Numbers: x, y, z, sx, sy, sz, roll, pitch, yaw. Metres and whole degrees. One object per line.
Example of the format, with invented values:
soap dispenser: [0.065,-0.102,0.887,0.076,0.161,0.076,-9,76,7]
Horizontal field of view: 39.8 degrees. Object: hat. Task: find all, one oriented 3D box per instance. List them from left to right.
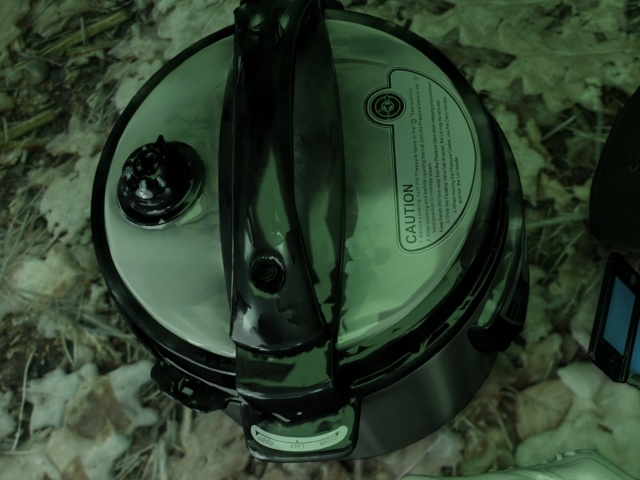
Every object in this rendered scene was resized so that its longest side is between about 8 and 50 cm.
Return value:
hat: [0.430,-0.083,0.907,0.134,0.331,0.331,39,76,-19]

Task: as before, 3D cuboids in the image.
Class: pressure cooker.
pressure cooker: [-0.006,0.002,0.826,0.375,0.420,0.370,-44,65,-9]

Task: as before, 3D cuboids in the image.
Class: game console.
game console: [0.338,0.086,0.911,0.071,0.107,0.122,-1,63,43]

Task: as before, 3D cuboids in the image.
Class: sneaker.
sneaker: [0.215,0.258,0.852,0.292,0.110,0.118,7,56,11]
